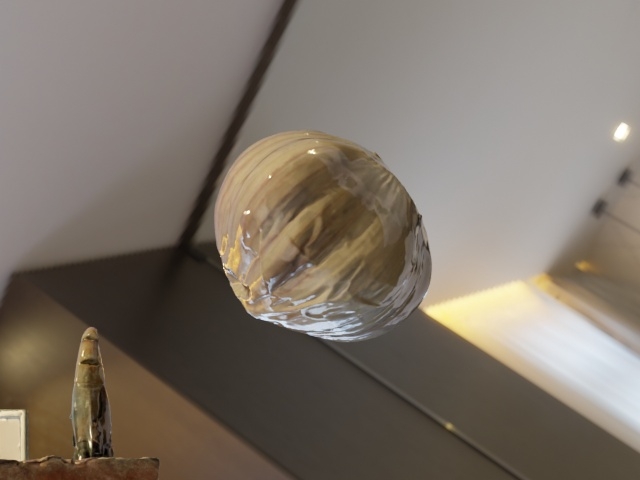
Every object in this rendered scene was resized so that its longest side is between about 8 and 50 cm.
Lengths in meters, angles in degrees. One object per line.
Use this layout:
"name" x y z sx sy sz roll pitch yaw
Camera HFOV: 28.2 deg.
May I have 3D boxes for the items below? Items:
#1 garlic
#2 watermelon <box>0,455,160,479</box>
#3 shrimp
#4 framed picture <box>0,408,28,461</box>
"garlic" 0.000 0.000 1.637 0.259 0.317 0.317 -35 -24 1
"watermelon" -0.311 0.374 1.593 0.232 0.310 0.193 -49 4 -38
"shrimp" -0.405 0.300 2.223 0.075 0.289 0.178 -7 -17 -11
"framed picture" -0.573 0.428 2.206 0.017 0.217 0.274 6 -98 -53
